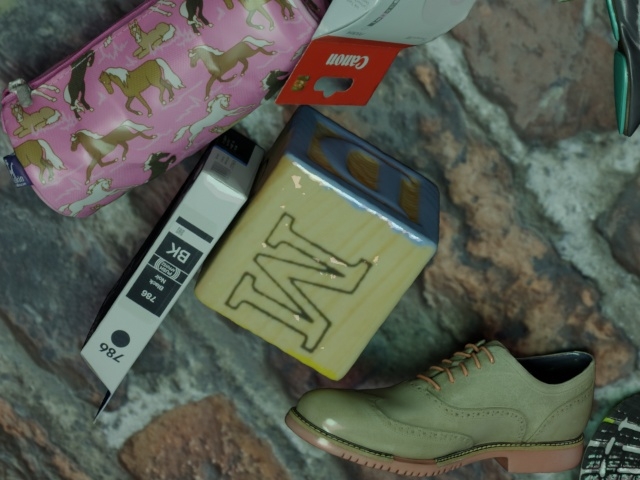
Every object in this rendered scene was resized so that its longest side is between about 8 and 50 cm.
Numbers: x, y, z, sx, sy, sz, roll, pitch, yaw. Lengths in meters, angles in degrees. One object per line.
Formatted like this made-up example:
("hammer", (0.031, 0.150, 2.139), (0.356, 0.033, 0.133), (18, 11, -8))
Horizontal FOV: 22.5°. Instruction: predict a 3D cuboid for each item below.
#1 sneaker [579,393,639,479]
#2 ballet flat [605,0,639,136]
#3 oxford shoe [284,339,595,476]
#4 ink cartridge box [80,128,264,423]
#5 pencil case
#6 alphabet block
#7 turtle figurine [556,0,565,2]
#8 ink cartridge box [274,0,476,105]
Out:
("sneaker", (0.349, 0.322, 1.920), (0.111, 0.121, 0.299), (18, 94, 8))
("ballet flat", (0.341, -0.209, 1.717), (0.074, 0.074, 0.203), (-8, 109, 8))
("oxford shoe", (0.141, 0.173, 1.805), (0.397, 0.140, 0.146), (3, 110, -35))
("ink cartridge box", (-0.182, 0.036, 1.808), (0.065, 0.165, 0.332), (31, 110, -8))
("pencil case", (-0.163, -0.181, 1.723), (0.386, 0.167, 0.160), (-32, 69, 16))
("alphabet block", (0.000, 0.000, 1.766), (0.193, 0.192, 0.197), (32, 110, -7))
("turtle figurine", (0.295, -0.379, 1.566), (0.275, 0.198, 0.266), (-10, 98, 13))
("ink cartridge box", (0.075, -0.224, 1.672), (0.066, 0.189, 0.232), (37, 112, 26))
